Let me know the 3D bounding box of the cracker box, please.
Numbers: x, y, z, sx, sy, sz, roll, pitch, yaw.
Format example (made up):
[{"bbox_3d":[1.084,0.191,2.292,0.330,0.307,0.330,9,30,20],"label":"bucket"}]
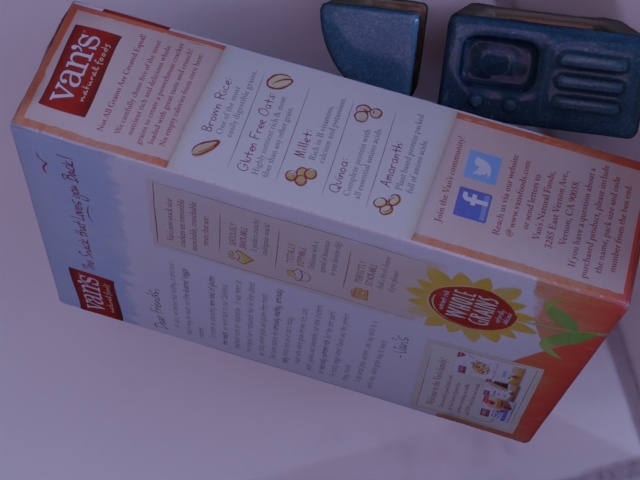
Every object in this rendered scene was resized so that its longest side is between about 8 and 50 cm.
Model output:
[{"bbox_3d":[0.000,0.000,0.498,0.232,0.155,0.067,16,63,3],"label":"cracker box"}]

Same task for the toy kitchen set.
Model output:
[{"bbox_3d":[0.106,-0.124,0.461,0.207,0.122,0.166,8,107,6],"label":"toy kitchen set"}]
